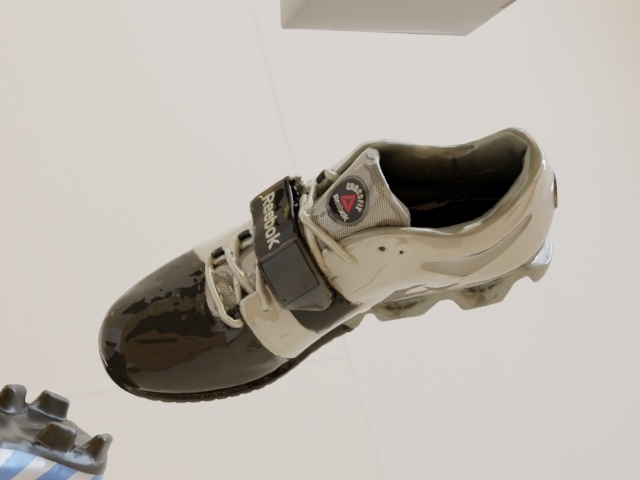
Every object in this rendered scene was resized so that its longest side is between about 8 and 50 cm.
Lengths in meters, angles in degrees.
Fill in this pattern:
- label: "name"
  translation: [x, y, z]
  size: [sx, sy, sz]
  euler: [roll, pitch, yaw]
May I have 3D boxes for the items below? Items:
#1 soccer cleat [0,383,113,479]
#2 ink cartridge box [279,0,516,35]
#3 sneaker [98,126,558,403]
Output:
- label: "soccer cleat"
  translation: [-0.261, 0.149, 0.631]
  size: [0.116, 0.331, 0.143]
  euler: [28, -93, 35]
- label: "ink cartridge box"
  translation: [0.047, -0.221, 0.591]
  size: [0.127, 0.128, 0.176]
  euler: [-2, -96, -17]
- label: "sneaker"
  translation: [0.000, 0.000, 0.689]
  size: [0.330, 0.146, 0.122]
  euler: [-20, -121, -6]
